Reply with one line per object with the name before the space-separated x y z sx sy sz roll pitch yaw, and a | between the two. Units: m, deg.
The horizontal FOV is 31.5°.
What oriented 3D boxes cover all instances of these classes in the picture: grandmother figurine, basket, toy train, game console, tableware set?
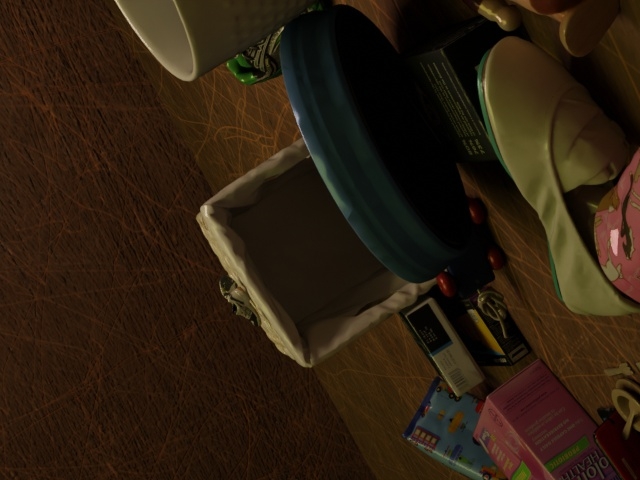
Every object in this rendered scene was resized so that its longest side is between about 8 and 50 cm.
grandmother figurine | 0.162 -0.316 1.215 0.342 0.104 0.208 36 146 48
basket | 0.000 0.000 1.966 0.331 0.328 0.266 57 170 -3
toy train | 0.217 0.033 1.783 0.248 0.105 0.143 64 174 -25
game console | 0.448 0.326 1.678 0.144 0.124 0.085 56 139 3
tableware set | 0.448 0.228 1.548 0.128 0.039 0.194 56 166 4

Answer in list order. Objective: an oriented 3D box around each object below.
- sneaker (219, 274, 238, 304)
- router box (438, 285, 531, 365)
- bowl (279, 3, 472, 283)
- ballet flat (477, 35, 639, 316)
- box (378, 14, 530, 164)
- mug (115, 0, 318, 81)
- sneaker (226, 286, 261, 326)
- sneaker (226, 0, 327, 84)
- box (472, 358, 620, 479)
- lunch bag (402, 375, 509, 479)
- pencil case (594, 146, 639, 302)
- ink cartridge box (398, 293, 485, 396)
sneaker | -0.151 0.094 1.953 0.083 0.031 0.035 60 172 -19
router box | 0.274 0.149 1.929 0.133 0.046 0.179 57 166 -1
bowl | 0.086 -0.134 1.502 0.391 0.077 0.391 50 -155 -34
ballet flat | 0.301 -0.064 1.284 0.139 0.139 0.400 37 160 52
box | 0.182 -0.185 1.398 0.153 0.108 0.207 60 166 -13
mug | -0.091 -0.412 1.361 0.276 0.328 0.374 53 165 12
sneaker | -0.130 0.116 1.900 0.083 0.037 0.032 59 169 -27
sneaker | -0.081 -0.345 1.835 0.134 0.146 0.343 53 164 14
box | 0.381 0.354 1.878 0.243 0.117 0.213 51 164 21
lunch bag | 0.301 0.409 2.165 0.221 0.138 0.293 25 162 23
pencil case | 0.352 -0.069 1.000 0.160 0.167 0.386 27 156 13
ink cartridge box | 0.204 0.173 2.017 0.165 0.065 0.333 56 -179 0
